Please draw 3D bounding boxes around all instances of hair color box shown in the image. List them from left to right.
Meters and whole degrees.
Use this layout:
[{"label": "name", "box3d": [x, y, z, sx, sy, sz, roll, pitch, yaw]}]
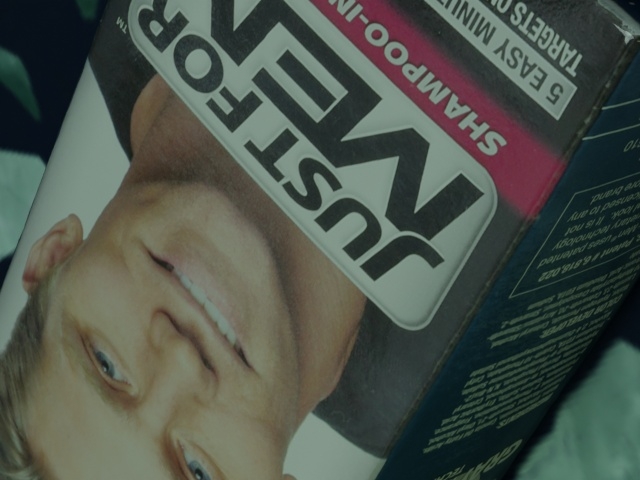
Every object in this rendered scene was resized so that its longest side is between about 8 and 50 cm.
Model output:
[{"label": "hair color box", "box3d": [0.000, 0.000, 0.623, 0.174, 0.105, 0.347, 47, 133, 23]}]
